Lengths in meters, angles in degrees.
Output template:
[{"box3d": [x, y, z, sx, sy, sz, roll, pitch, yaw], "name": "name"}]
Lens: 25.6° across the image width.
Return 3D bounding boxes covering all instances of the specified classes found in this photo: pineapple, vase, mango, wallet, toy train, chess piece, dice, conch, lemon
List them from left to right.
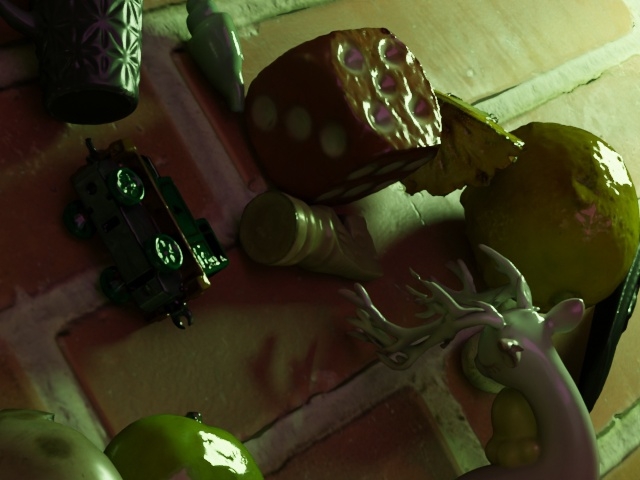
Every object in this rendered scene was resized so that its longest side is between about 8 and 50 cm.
[{"box3d": [-0.273, -0.283, 1.556, 0.251, 0.156, 0.300, 3, 69, -25], "name": "vase"}, {"box3d": [-0.183, -0.011, 1.504, 0.136, 0.091, 0.227, -17, 77, -58], "name": "toy train"}, {"box3d": [-0.117, 0.294, 1.331, 0.185, 0.149, 0.273, -28, 92, -55], "name": "mango"}, {"box3d": [-0.130, -0.236, 1.717, 0.065, 0.088, 0.180, -21, 88, -4], "name": "conch"}, {"box3d": [0.000, 0.000, 1.681, 0.200, 0.090, 0.090, 14, 56, -51], "name": "chess piece"}, {"box3d": [0.028, -0.146, 1.718, 0.175, 0.174, 0.179, -17, 79, -49], "name": "dice"}, {"box3d": [0.150, -0.131, 1.853, 0.250, 0.139, 0.164, 29, 15, 13], "name": "pineapple"}, {"box3d": [0.308, -0.033, 1.869, 0.233, 0.233, 0.288, 20, 51, -34], "name": "lemon"}, {"box3d": [0.400, 0.109, 1.922, 0.052, 0.168, 0.245, 19, 48, 9], "name": "wallet"}]

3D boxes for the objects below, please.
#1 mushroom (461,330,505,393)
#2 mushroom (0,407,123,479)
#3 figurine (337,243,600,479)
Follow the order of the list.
[{"box3d": [0.218, 0.153, 1.787, 0.084, 0.067, 0.083, 14, 61, -26], "name": "mushroom"}, {"box3d": [-0.269, 0.257, 1.175, 0.184, 0.255, 0.254, 62, 26, -51], "name": "mushroom"}, {"box3d": [0.177, 0.165, 1.640, 0.206, 0.284, 0.315, -1, 94, -46], "name": "figurine"}]
